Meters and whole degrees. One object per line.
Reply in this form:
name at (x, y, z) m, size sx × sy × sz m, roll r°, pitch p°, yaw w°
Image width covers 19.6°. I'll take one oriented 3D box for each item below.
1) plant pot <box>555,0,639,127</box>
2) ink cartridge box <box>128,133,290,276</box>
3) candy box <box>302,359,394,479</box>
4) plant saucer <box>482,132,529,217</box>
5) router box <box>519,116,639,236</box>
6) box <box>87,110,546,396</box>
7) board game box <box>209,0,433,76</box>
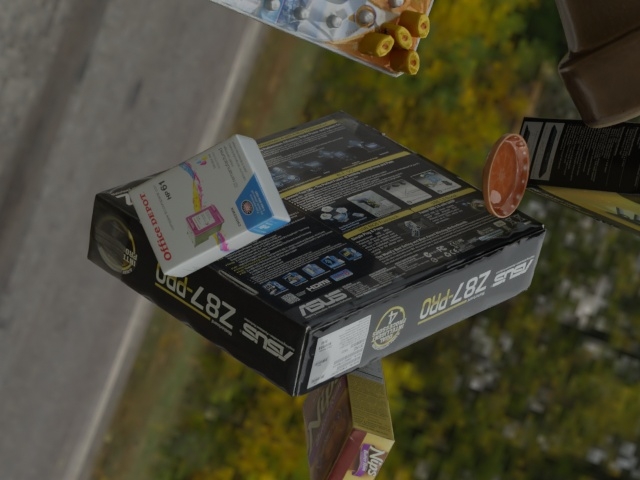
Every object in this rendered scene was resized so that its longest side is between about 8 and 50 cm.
plant pot at (0.255, -0.244, 1.379) m, size 0.263 × 0.229 × 0.263 m, roll -32°, pitch -175°, yaw 3°
ink cartridge box at (-0.104, -0.031, 1.716) m, size 0.122 × 0.088 × 0.052 m, roll -27°, pitch 170°, yaw 16°
candy box at (0.027, 0.194, 1.974) m, size 0.186 × 0.053 × 0.109 m, roll -96°, pitch -152°, yaw -62°
plant saucer at (0.179, -0.064, 1.809) m, size 0.083 × 0.013 × 0.083 m, roll -24°, pitch 120°, yaw -51°
router box at (0.393, -0.046, 1.972) m, size 0.243 × 0.309 × 0.081 m, roll 8°, pitch -99°, yaw 56°
box at (0.000, 0.000, 1.990) m, size 0.395 × 0.318 × 0.097 m, roll -23°, pitch 135°, yaw -44°
board game box at (0.012, -0.414, 1.977) m, size 0.050 × 0.390 × 0.390 m, roll 22°, pitch -88°, yaw 58°
